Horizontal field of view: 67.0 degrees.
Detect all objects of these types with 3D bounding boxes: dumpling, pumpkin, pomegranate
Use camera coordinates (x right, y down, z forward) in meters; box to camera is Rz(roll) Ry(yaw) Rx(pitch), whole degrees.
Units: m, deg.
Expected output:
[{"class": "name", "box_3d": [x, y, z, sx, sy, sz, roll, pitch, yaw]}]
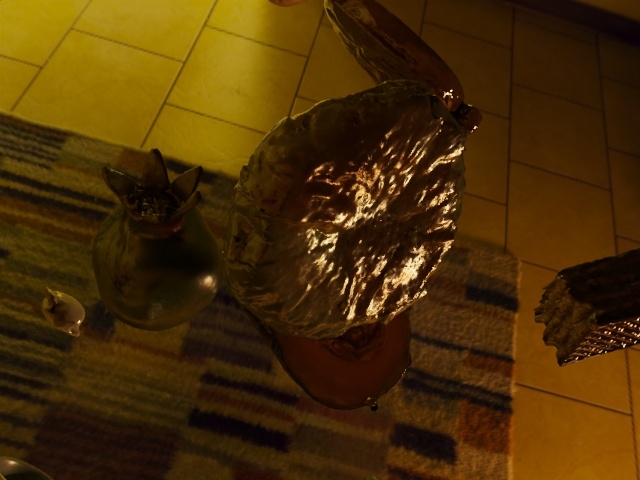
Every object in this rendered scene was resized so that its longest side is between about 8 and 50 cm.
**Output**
[{"class": "dumpling", "box_3d": [-0.851, 0.228, 1.606, 0.176, 0.150, 0.092, 40, 89, -29]}, {"class": "pumpkin", "box_3d": [-0.018, 0.145, 0.680, 0.278, 0.111, 0.163, 14, 71, -18]}, {"class": "pomegranate", "box_3d": [-0.171, 0.003, 0.506, 0.130, 0.191, 0.152, -17, 65, -28]}]

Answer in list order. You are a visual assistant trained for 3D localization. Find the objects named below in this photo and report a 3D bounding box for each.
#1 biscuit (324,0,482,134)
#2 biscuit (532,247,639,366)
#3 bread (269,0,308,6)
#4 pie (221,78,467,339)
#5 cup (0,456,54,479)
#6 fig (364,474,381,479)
[{"class": "biscuit", "box_3d": [0.146, -0.309, 0.891, 0.350, 0.394, 0.070, 45, 103, 11]}, {"class": "biscuit", "box_3d": [0.351, 0.054, 0.505, 0.251, 0.106, 0.070, -13, 54, -4]}, {"class": "bread", "box_3d": [0.066, -0.331, 0.462, 0.304, 0.142, 0.091, -20, 68, -9]}, {"class": "pie", "box_3d": [0.040, -0.020, 0.491, 0.306, 0.307, 0.071, -28, 44, -23]}, {"class": "cup", "box_3d": [-0.597, 0.590, 0.917, 0.257, 0.186, 0.234, 29, 67, 12]}, {"class": "fig", "box_3d": [0.144, 0.567, 0.952, 0.167, 0.167, 0.234, -22, 53, -21]}]
